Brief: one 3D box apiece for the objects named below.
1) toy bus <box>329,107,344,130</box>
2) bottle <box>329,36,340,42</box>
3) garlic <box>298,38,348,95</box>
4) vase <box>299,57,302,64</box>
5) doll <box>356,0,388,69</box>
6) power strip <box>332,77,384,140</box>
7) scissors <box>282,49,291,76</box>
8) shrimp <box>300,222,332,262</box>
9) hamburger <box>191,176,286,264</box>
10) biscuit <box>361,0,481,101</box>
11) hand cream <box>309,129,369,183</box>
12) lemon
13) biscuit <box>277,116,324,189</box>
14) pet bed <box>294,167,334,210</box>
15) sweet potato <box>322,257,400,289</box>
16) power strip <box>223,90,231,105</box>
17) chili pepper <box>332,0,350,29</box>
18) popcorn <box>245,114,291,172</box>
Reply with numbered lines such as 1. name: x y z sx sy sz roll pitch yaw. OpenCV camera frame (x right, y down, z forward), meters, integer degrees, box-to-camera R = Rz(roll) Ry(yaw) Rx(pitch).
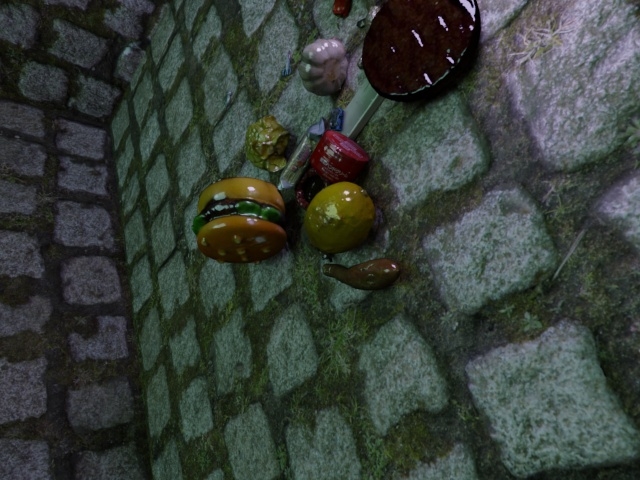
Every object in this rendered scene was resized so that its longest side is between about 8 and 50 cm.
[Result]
1. toy bus: 0.064 -0.457 1.732 0.038 0.046 0.084 11 94 48
2. bottle: 0.037 -0.801 1.884 0.096 0.045 0.045 1 84 50
3. garlic: -0.009 -0.690 1.807 0.212 0.218 0.219 43 115 42
4. vase: 0.005 -0.753 1.901 0.211 0.059 0.060 1 84 43
5. doll: 0.193 -0.792 1.682 0.203 0.091 0.286 119 159 -70
6. power strip: 0.150 -0.491 1.711 0.367 0.043 0.106 -52 49 28
7. scissors: -0.150 -0.818 2.114 0.058 0.014 0.119 10 94 44
8. shrimp: 0.008 -0.015 1.782 0.254 0.059 0.145 40 103 49
9. hamburger: -0.313 -0.058 1.899 0.395 0.395 0.278 -29 57 41
10. biscuit: 0.322 -0.643 1.491 0.407 0.091 0.408 -9 74 36
11. hand cream: 0.066 -0.296 1.661 0.125 0.193 0.193 -58 47 29
12. lemon: 0.064 -0.076 1.603 0.288 0.233 0.234 -49 51 26
13. biscuit: -0.071 -0.352 1.875 0.309 0.079 0.186 -55 15 28
14. pet bed: -0.024 -0.203 1.848 0.201 0.053 0.202 -6 81 42
15. sweet potato: 0.136 0.121 1.588 0.385 0.109 0.109 -9 77 52
16. power strip: -0.509 -0.772 2.486 0.055 0.035 0.083 48 121 40
17. chili pepper: 0.091 -0.984 1.847 0.071 0.063 0.273 7 86 35
18. popcorn: -0.226 -0.420 2.009 0.217 0.180 0.235 52 125 37
